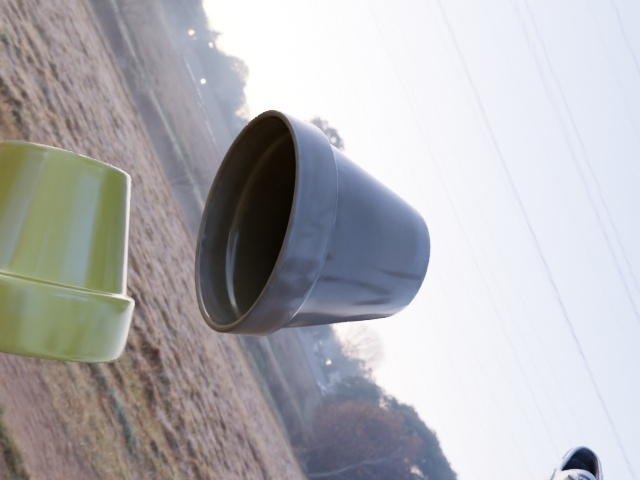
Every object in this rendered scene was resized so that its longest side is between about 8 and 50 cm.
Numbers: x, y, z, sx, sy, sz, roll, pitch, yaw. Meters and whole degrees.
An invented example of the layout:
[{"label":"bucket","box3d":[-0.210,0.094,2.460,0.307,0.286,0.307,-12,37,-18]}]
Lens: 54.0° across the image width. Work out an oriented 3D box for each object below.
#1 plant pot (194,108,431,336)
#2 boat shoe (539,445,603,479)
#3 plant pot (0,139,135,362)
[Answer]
[{"label":"plant pot","box3d":[0.000,0.000,0.953,0.323,0.280,0.323,-31,-128,49]},{"label":"boat shoe","box3d":[0.247,0.253,0.617,0.066,0.063,0.184,35,18,28]},{"label":"plant pot","box3d":[-0.350,0.012,0.795,0.254,0.254,0.238,136,-33,-83]}]
